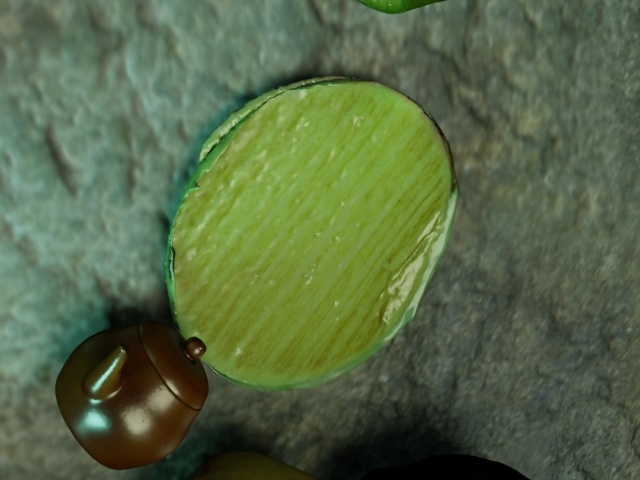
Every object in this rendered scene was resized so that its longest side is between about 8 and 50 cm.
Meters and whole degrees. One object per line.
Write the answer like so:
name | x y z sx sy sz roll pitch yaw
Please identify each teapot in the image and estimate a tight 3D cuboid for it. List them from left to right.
teapot | -0.133 0.112 0.603 0.116 0.116 0.173 -46 157 -4

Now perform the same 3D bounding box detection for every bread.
bread | -0.005 0.000 0.678 0.301 0.045 0.301 -16 121 -28

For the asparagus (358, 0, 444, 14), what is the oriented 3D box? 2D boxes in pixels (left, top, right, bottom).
asparagus | 0.144 -0.242 0.634 0.277 0.060 0.067 -27 138 -19

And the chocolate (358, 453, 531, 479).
chocolate | 0.126 0.400 0.809 0.383 0.383 0.331 7 101 -38

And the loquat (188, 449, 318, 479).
loquat | -0.065 0.298 0.695 0.208 0.208 0.208 -17 124 -27
